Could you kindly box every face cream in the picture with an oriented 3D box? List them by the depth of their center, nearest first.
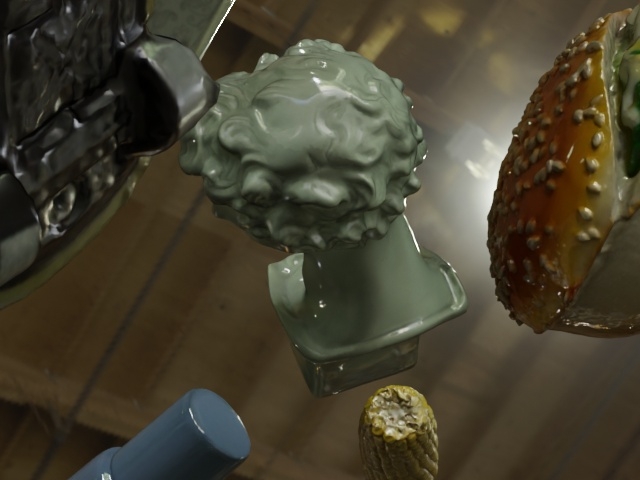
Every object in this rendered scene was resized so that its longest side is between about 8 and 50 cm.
[{"bbox_3d":[-0.209,0.258,1.145,0.385,0.135,0.086,-42,-26,20],"label":"face cream"}]

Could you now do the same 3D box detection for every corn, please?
[{"bbox_3d":[0.025,0.069,0.475,0.028,0.027,0.083,-58,-16,-17],"label":"corn"}]

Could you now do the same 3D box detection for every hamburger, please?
[{"bbox_3d":[0.186,-0.041,0.902,0.147,0.237,0.237,31,-79,-5],"label":"hamburger"}]

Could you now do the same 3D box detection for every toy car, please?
[{"bbox_3d":[-0.102,-0.106,0.348,0.101,0.124,0.256,-45,-30,-44],"label":"toy car"}]

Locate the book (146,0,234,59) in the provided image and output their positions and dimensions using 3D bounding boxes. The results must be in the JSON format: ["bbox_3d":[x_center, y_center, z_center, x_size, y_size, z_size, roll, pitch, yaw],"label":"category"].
[{"bbox_3d":[-0.172,-0.272,0.708,0.379,0.031,0.264,30,-78,-5],"label":"book"}]

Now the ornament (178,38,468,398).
[{"bbox_3d":[0.015,0.000,0.852,0.130,0.120,0.285,-28,-38,-3],"label":"ornament"}]
